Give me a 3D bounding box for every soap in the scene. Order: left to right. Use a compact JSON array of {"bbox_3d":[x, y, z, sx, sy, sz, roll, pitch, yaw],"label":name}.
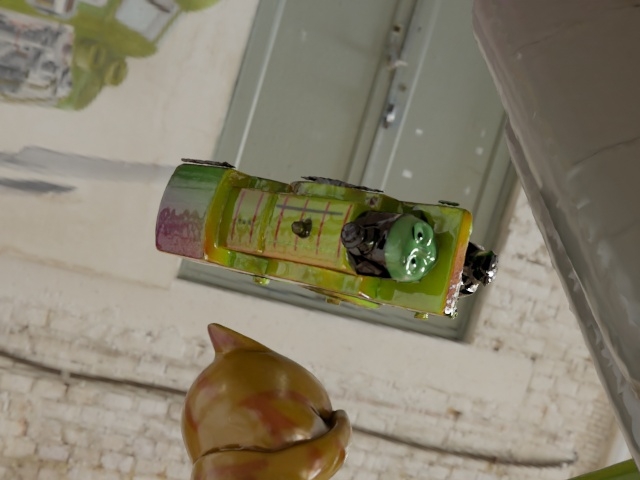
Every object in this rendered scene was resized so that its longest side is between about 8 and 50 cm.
[{"bbox_3d":[0.307,-0.075,0.599,0.350,0.213,0.435,-17,-136,11],"label":"soap"}]

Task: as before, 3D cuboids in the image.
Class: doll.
[{"bbox_3d":[-0.051,0.224,0.803,0.162,0.269,0.166,7,142,-3],"label":"doll"}]

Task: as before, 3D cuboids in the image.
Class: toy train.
[{"bbox_3d":[0.000,0.000,0.776,0.296,0.100,0.161,9,174,40],"label":"toy train"}]

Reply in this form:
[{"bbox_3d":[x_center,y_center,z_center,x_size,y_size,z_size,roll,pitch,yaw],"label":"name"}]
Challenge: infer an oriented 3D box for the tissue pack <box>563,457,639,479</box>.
[{"bbox_3d":[0.398,0.304,0.938,0.275,0.200,0.167,-27,160,19],"label":"tissue pack"}]
